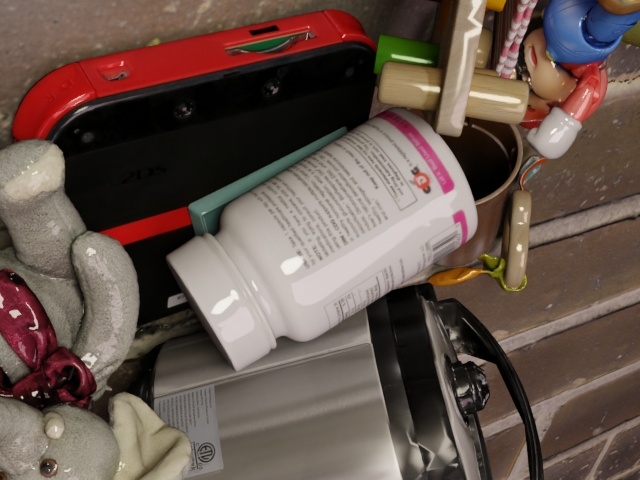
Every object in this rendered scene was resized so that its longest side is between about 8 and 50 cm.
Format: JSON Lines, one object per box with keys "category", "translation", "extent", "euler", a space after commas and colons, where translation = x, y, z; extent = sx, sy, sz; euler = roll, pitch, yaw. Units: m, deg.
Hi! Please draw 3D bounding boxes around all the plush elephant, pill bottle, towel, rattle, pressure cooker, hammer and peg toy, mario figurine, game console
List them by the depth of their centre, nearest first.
{"category": "plush elephant", "translation": [-0.262, 0.134, 0.832], "extent": [0.271, 0.255, 0.330], "euler": [-26, 140, 3]}
{"category": "hammer and peg toy", "translation": [0.129, -0.249, 0.907], "extent": [0.127, 0.361, 0.266], "euler": [9, 104, 1]}
{"category": "pill bottle", "translation": [0.000, 0.000, 0.954], "extent": [0.283, 0.160, 0.160], "euler": [-31, 141, -12]}
{"category": "towel", "translation": [0.213, -0.263, 0.999], "extent": [0.029, 0.144, 0.197], "euler": [10, 150, 1]}
{"category": "game console", "translation": [-0.119, -0.060, 0.999], "extent": [0.386, 0.060, 0.342], "euler": [-19, 142, -28]}
{"category": "pressure cooker", "translation": [0.031, 0.247, 1.063], "extent": [0.420, 0.370, 0.375], "euler": [-16, -174, 6]}
{"category": "mario figurine", "translation": [0.264, -0.226, 1.078], "extent": [0.198, 0.170, 0.320], "euler": [-53, 171, -23]}
{"category": "rattle", "translation": [0.241, -0.031, 1.362], "extent": [0.130, 0.142, 0.200], "euler": [-46, 141, -56]}

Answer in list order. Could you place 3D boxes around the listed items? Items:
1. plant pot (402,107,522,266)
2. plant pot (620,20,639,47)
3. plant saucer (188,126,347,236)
{"category": "plant pot", "translation": [0.157, -0.060, 1.160], "extent": [0.167, 0.167, 0.165], "euler": [-32, 148, -14]}
{"category": "plant pot", "translation": [0.469, -0.306, 1.118], "extent": [0.276, 0.254, 0.276], "euler": [-25, 139, -23]}
{"category": "plant saucer", "translation": [-0.047, -0.054, 1.007], "extent": [0.192, 0.018, 0.067], "euler": [-27, 145, -16]}
